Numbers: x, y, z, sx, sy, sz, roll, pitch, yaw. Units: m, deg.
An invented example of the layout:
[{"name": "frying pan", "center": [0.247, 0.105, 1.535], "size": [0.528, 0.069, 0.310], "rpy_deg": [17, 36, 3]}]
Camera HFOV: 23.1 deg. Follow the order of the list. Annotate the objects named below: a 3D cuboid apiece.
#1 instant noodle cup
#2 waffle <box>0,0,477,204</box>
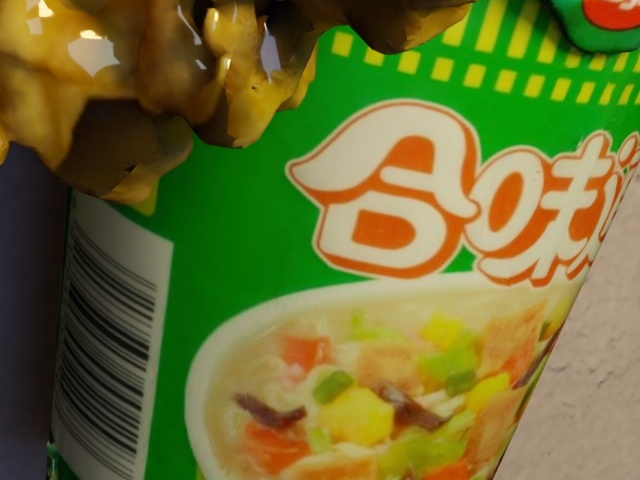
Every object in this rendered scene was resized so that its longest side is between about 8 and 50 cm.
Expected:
[{"name": "instant noodle cup", "center": [0.000, 0.000, 0.503], "size": [0.207, 0.207, 0.233], "rpy_deg": [4, 110, -32]}, {"name": "waffle", "center": [-0.083, -0.149, 0.347], "size": [0.062, 0.329, 0.329], "rpy_deg": [-48, 137, -61]}]
